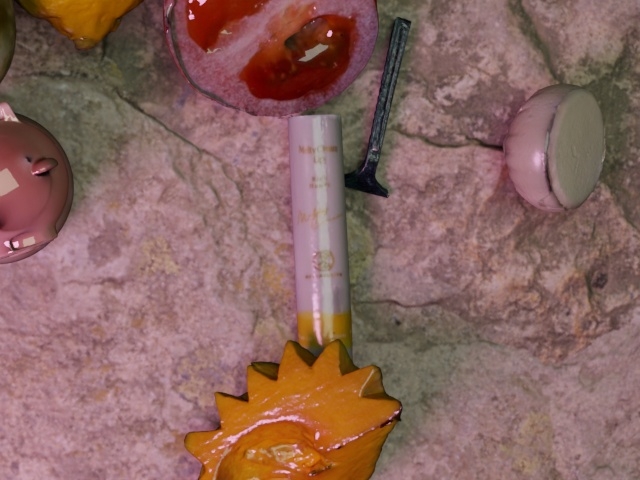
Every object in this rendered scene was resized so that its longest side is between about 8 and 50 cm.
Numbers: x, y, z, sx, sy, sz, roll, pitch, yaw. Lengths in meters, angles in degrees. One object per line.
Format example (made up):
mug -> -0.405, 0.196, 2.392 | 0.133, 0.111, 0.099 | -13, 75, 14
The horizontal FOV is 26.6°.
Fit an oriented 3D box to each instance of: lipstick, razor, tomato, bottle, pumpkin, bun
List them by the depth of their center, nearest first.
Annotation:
bottle -> -0.291, -0.050, 1.226 | 0.147, 0.236, 0.148 | 0, 91, -16
tomato -> -0.063, -0.234, 1.352 | 0.199, 0.112, 0.228 | -42, 124, 6
pumpkin -> -0.027, 0.202, 1.381 | 0.254, 0.149, 0.130 | -32, 58, 9
lipstick -> 0.000, 0.000, 1.400 | 0.059, 0.059, 0.264 | -4, 92, -16
razor -> 0.068, -0.144, 1.432 | 0.066, 0.033, 0.190 | 15, 86, -15
bun -> 0.239, -0.101, 1.452 | 0.138, 0.094, 0.138 | -16, 111, -48

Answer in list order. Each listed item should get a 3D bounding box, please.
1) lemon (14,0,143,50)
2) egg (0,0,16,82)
lemon -> -0.227, -0.308, 1.269 | 0.188, 0.188, 0.257 | 2, 91, -16
egg -> -0.402, -0.217, 1.186 | 0.289, 0.238, 0.238 | 39, 80, 6
